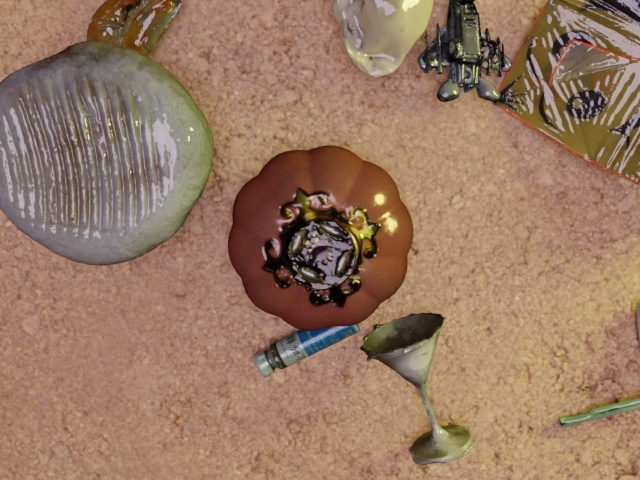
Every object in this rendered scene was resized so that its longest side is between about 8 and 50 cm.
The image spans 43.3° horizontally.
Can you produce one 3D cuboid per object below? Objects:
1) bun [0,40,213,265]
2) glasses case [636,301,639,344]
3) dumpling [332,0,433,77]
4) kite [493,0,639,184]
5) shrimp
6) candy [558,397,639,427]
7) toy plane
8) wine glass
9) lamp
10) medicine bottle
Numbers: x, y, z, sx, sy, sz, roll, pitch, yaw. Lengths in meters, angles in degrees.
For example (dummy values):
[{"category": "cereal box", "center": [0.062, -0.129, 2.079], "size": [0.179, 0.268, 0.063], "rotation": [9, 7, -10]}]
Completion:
[{"category": "bun", "center": [-0.352, -0.140, 1.286], "size": [0.362, 0.211, 0.361], "rotation": [0, 101, -2]}, {"category": "glasses case", "center": [0.700, 0.118, 1.380], "size": [0.308, 0.083, 0.128], "rotation": [-22, 98, 3]}, {"category": "dumpling", "center": [0.101, -0.387, 1.286], "size": [0.163, 0.132, 0.250], "rotation": [14, 98, -5]}, {"category": "kite", "center": [0.440, -0.266, 1.308], "size": [0.328, 0.013, 0.377], "rotation": [-11, 98, 22]}, {"category": "shrimp", "center": [-0.305, -0.372, 1.334], "size": [0.115, 0.051, 0.217], "rotation": [44, 99, -3]}, {"category": "candy", "center": [0.637, 0.266, 1.407], "size": [0.440, 0.119, 0.119], "rotation": [-18, 98, 10]}, {"category": "toy plane", "center": [0.238, -0.348, 1.317], "size": [0.169, 0.078, 0.246], "rotation": [-1, 96, -17]}, {"category": "wine glass", "center": [0.174, 0.256, 1.381], "size": [0.156, 0.156, 0.232], "rotation": [-19, 102, 3]}, {"category": "lamp", "center": [0.000, 0.000, 1.288], "size": [0.306, 0.239, 0.305], "rotation": [0, 99, -1]}, {"category": "medicine bottle", "center": [-0.023, 0.177, 1.411], "size": [0.191, 0.051, 0.051], "rotation": [-28, 97, 4]}]
